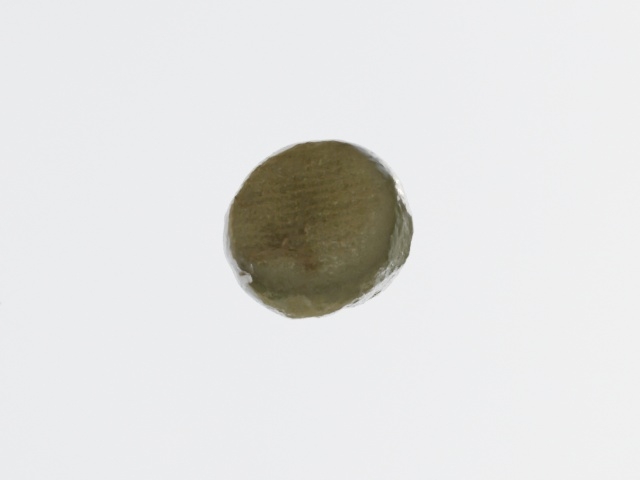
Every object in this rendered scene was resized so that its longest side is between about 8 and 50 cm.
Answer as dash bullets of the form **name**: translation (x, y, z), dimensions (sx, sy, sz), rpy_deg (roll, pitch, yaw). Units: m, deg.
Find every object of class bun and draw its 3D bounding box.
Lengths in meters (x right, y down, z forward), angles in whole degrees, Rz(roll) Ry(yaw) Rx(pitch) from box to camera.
- **bun**: translation (0.000, 0.000, 0.768), dimensions (0.086, 0.055, 0.086), rpy_deg (-7, -126, 10)
